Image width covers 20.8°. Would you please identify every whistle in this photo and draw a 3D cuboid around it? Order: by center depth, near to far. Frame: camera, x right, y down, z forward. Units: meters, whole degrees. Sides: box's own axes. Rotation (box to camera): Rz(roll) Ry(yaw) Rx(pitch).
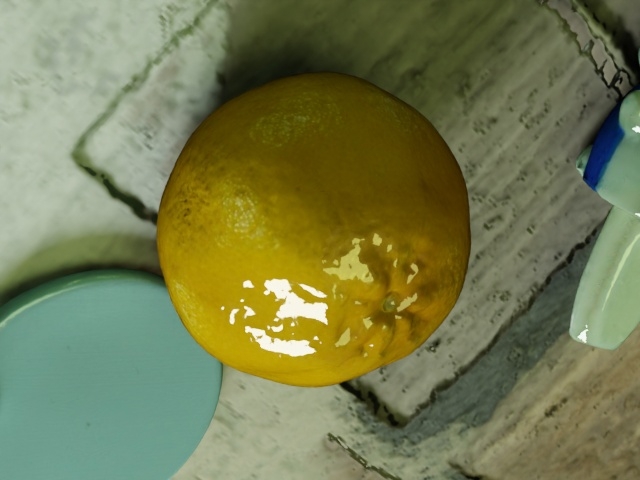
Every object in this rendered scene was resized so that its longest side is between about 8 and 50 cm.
[{"bbox_3d":[0.199,-0.052,0.957,0.110,0.092,0.244,11,111,-37],"label":"whistle"}]

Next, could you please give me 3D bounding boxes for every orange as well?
[{"bbox_3d":[0.000,0.000,0.843,0.159,0.136,0.159,-17,129,-23],"label":"orange"}]

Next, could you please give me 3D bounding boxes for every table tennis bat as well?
[{"bbox_3d":[-0.156,0.084,0.870,0.244,0.040,0.153,0,116,-35],"label":"table tennis bat"}]
